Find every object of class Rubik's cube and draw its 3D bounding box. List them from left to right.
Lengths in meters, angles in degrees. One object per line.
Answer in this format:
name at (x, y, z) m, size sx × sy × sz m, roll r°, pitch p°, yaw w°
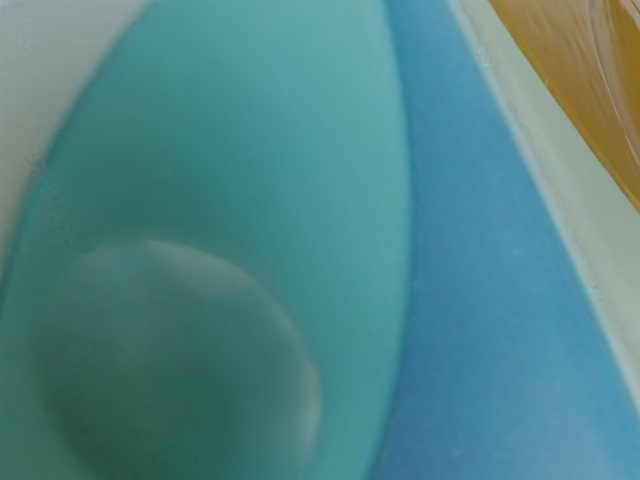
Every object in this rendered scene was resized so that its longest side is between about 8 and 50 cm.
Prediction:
Rubik's cube at (0.000, 0.000, 0.691) m, size 0.352 × 0.352 × 0.347 m, roll -23°, pitch 100°, yaw 23°
